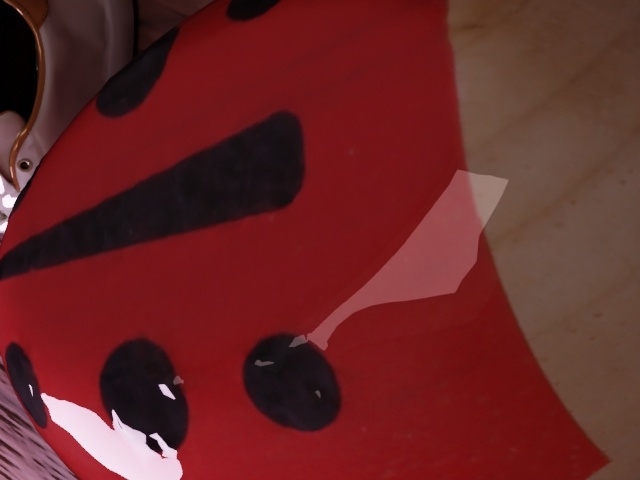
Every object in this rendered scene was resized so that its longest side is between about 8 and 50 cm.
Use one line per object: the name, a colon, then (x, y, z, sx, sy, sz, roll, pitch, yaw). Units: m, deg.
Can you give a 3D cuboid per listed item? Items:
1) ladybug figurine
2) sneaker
ladybug figurine: (0.000, 0.000, 0.614, 0.449, 0.162, 0.305, -23, 63, 35)
sneaker: (-0.180, -0.030, 0.834, 0.106, 0.123, 0.290, 5, 104, 37)
